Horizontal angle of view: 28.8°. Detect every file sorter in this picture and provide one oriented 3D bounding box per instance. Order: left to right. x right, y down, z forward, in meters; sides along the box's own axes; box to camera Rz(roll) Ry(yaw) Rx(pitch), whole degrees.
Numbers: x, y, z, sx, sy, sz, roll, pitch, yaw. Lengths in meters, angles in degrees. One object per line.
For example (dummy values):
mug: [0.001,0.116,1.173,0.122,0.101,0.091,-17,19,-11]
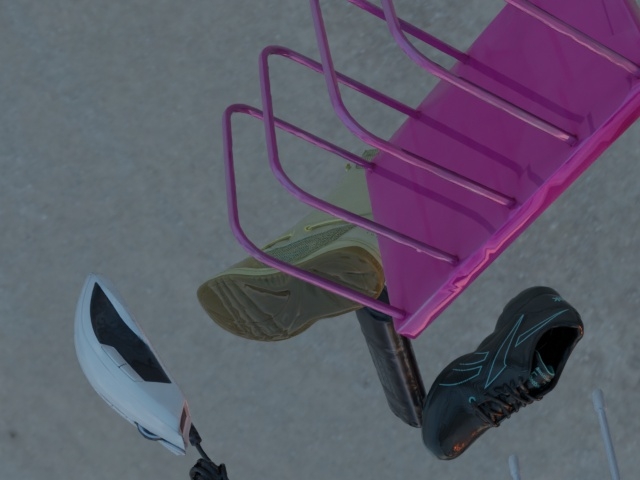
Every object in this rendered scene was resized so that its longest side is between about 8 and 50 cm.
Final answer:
file sorter: [0.072,-0.113,0.933,0.182,0.202,0.290,23,126,-27]

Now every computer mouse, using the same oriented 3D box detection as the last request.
computer mouse: [-0.110,0.106,0.787,0.193,0.042,0.106,54,161,18]

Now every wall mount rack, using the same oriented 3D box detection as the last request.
wall mount rack: [0.324,0.380,1.787,0.130,0.304,0.350,47,128,5]

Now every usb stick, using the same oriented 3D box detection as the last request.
usb stick: [0.093,0.147,1.573,0.077,0.045,0.278,38,160,36]

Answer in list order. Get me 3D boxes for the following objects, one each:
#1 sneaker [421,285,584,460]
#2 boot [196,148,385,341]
sneaker: [0.230,0.175,1.588,0.101,0.106,0.267,38,90,-30]
boot: [0.000,0.000,1.343,0.262,0.203,0.095,-21,115,43]
